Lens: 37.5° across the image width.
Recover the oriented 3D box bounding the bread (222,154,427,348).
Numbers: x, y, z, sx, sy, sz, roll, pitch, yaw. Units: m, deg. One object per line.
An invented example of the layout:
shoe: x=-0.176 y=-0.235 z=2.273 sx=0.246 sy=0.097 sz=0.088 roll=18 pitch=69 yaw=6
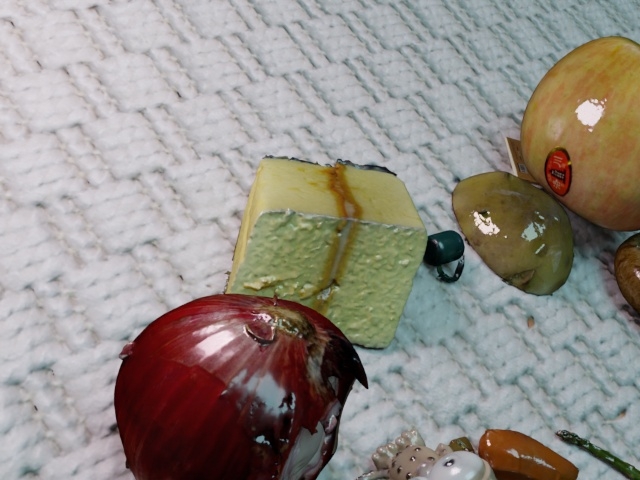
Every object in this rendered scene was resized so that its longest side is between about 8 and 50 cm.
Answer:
bread: x=0.000 y=0.000 z=1.670 sx=0.346 sy=0.242 sz=0.405 roll=15 pitch=17 yaw=-16

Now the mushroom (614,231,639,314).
mushroom: x=0.740 y=0.079 z=1.943 sx=0.267 sy=0.254 sz=0.267 roll=1 pitch=66 yaw=-2

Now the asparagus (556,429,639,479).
asparagus: x=0.524 y=0.395 z=1.677 sx=0.249 sy=0.025 sz=0.024 roll=31 pitch=88 yaw=-7

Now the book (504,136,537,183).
book: x=0.493 y=-0.168 z=2.103 sx=0.172 sy=0.012 sz=0.118 roll=11 pitch=51 yaw=-23

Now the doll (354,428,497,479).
doll: x=0.151 y=0.349 z=1.336 sx=0.154 sy=0.278 sz=0.119 roll=-32 pitch=106 yaw=-18

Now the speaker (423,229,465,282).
speaker: x=0.237 y=0.028 z=1.763 sx=0.075 sy=0.060 sz=0.094 roll=-15 pitch=65 yaw=-37

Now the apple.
apple: x=0.613 y=-0.229 z=1.956 sx=0.392 sy=0.346 sz=0.391 roll=24 pitch=25 yaw=-12

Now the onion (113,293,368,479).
onion: x=-0.113 y=0.214 z=1.237 sx=0.341 sy=0.341 sz=0.341 roll=16 pitch=49 yaw=-20

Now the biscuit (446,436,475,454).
biscuit: x=0.229 y=0.357 z=1.535 sx=0.082 sy=0.016 sz=0.092 roll=34 pitch=47 yaw=-3

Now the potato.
potato: x=0.400 y=-0.036 z=1.882 sx=0.239 sy=0.116 sz=0.299 roll=-23 pitch=68 yaw=-36

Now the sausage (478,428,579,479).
sausage: x=0.338 y=0.368 z=1.544 sx=0.179 sy=0.089 sz=0.089 roll=24 pitch=47 yaw=-6
